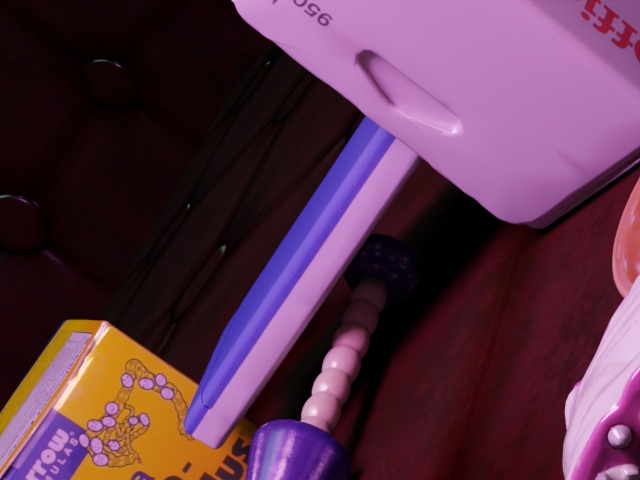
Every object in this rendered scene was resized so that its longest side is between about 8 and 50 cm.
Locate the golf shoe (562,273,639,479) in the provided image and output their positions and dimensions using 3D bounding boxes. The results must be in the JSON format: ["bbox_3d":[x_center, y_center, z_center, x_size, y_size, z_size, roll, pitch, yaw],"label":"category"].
[{"bbox_3d":[0.198,-0.001,0.599,0.306,0.115,0.140,-51,9,9],"label":"golf shoe"}]

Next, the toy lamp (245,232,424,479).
[{"bbox_3d":[0.009,0.110,1.113,0.080,0.080,0.274,-43,14,43],"label":"toy lamp"}]

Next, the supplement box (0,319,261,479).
[{"bbox_3d":[-0.200,0.206,1.375,0.194,0.195,0.356,-57,11,-10],"label":"supplement box"}]

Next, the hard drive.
[{"bbox_3d":[0.000,0.000,1.190,0.318,0.040,0.210,-56,6,21],"label":"hard drive"}]

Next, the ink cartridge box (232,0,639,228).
[{"bbox_3d":[0.148,-0.250,1.061,0.166,0.285,0.395,-40,19,50],"label":"ink cartridge box"}]

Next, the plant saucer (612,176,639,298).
[{"bbox_3d":[0.231,-0.040,0.752,0.200,0.037,0.200,-51,13,16],"label":"plant saucer"}]
